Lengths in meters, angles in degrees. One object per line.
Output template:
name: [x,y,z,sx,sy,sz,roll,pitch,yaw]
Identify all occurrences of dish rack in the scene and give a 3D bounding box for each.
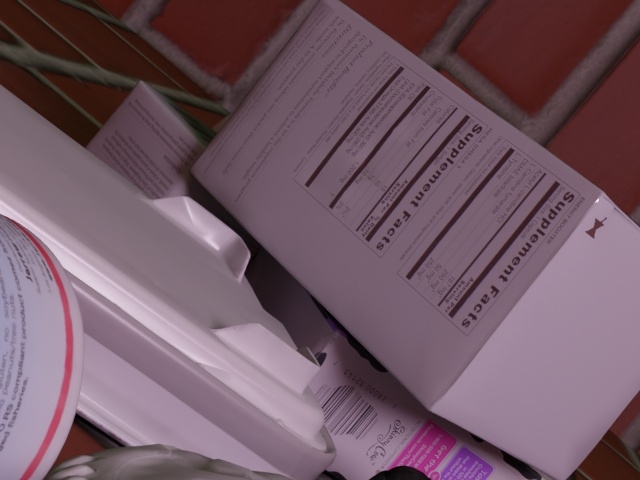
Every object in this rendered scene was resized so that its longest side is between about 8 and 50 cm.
dish rack: [-0.131,-0.017,0.729,0.333,0.072,0.285,39,4,-22]

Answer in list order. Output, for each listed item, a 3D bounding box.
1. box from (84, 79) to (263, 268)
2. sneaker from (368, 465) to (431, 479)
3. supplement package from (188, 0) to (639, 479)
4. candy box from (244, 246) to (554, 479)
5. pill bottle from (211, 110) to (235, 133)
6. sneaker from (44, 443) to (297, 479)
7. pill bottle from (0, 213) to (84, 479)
box: [-0.086,-0.024,0.986,0.102,0.087,0.101,36,7,-45]
sneaker: [0.159,0.163,0.715,0.281,0.162,0.106,42,6,18]
supplement package: [0.065,-0.006,0.863,0.139,0.134,0.244,32,8,-45]
candy box: [0.041,0.100,0.925,0.196,0.070,0.165,37,6,-21]
pill bottle: [0.000,0.000,1.199,0.216,0.121,0.121,42,6,29]
sneaker: [-0.044,0.095,0.395,0.095,0.090,0.235,28,-1,13]
pill bottle: [-0.126,0.019,0.346,0.087,0.087,0.160,42,6,25]
